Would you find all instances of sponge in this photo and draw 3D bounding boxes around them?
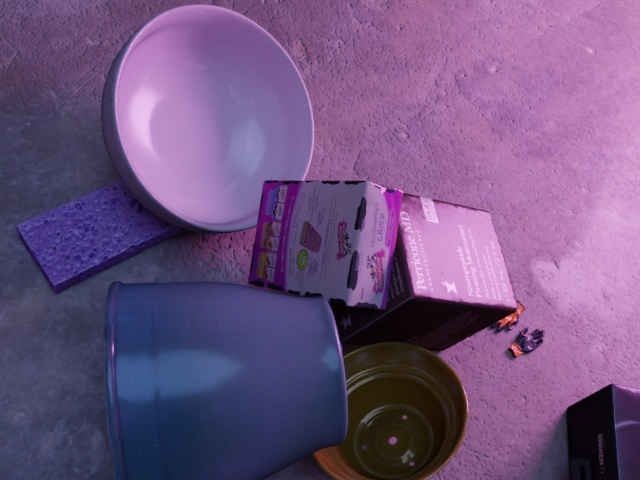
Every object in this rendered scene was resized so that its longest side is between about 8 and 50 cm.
[{"bbox_3d":[-0.331,-0.018,1.028,0.210,0.031,0.117,-29,71,-26],"label":"sponge"}]

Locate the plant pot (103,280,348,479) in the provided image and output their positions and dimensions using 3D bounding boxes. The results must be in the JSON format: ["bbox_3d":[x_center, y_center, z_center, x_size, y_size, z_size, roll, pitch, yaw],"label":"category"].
[{"bbox_3d":[-0.106,0.172,0.818,0.255,0.272,0.272,-5,62,-9],"label":"plant pot"}]

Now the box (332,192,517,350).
[{"bbox_3d":[0.139,0.051,0.986,0.203,0.167,0.169,9,58,-33],"label":"box"}]

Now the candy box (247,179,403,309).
[{"bbox_3d":[0.000,0.000,0.942,0.071,0.233,0.159,10,88,-38],"label":"candy box"}]

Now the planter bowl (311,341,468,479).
[{"bbox_3d":[0.091,0.250,0.913,0.217,0.090,0.217,-9,44,9],"label":"planter bowl"}]

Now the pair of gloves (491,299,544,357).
[{"bbox_3d":[0.318,0.142,1.100,0.074,0.010,0.083,-27,71,-25],"label":"pair of gloves"}]

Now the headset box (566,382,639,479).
[{"bbox_3d":[0.490,0.354,0.948,0.282,0.131,0.247,12,60,-6],"label":"headset box"}]

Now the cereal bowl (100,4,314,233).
[{"bbox_3d":[-0.182,-0.174,1.051,0.338,0.141,0.339,5,82,-38],"label":"cereal bowl"}]

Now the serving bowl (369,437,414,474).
[{"bbox_3d":[0.108,0.312,0.945,0.083,0.027,0.083,5,61,-10],"label":"serving bowl"}]
